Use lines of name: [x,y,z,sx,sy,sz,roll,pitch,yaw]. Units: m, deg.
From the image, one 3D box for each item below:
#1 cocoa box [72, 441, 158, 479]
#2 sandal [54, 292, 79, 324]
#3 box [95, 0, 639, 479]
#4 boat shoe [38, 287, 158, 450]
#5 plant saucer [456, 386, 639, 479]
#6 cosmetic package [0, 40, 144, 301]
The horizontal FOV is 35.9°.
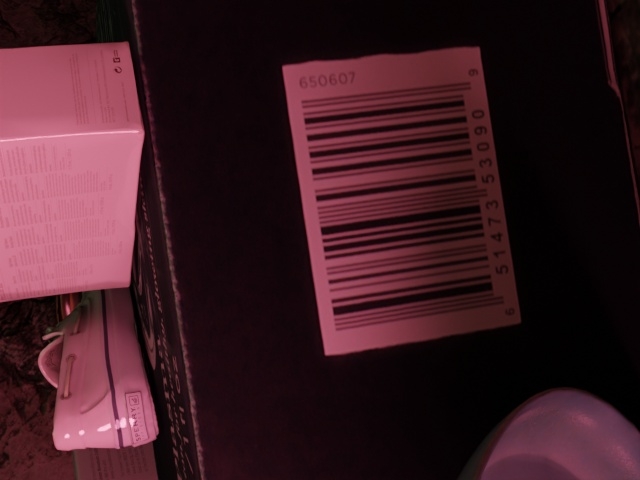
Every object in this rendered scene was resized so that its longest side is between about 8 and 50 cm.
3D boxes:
cocoa box: [-0.172,0.368,1.216,0.347,0.232,0.228,-126,30,-60]
sandal: [-0.209,-0.001,0.906,0.090,0.060,0.219,159,117,-72]
box: [0.000,0.000,0.774,0.472,0.297,0.479,163,99,-78]
boat shoe: [-0.175,0.080,0.747,0.226,0.076,0.083,-132,35,-66]
plant saucer: [0.125,0.227,0.443,0.044,0.318,0.317,-20,75,35]
cosmetic package: [-0.164,-0.031,0.596,0.239,0.099,0.060,120,139,-65]
